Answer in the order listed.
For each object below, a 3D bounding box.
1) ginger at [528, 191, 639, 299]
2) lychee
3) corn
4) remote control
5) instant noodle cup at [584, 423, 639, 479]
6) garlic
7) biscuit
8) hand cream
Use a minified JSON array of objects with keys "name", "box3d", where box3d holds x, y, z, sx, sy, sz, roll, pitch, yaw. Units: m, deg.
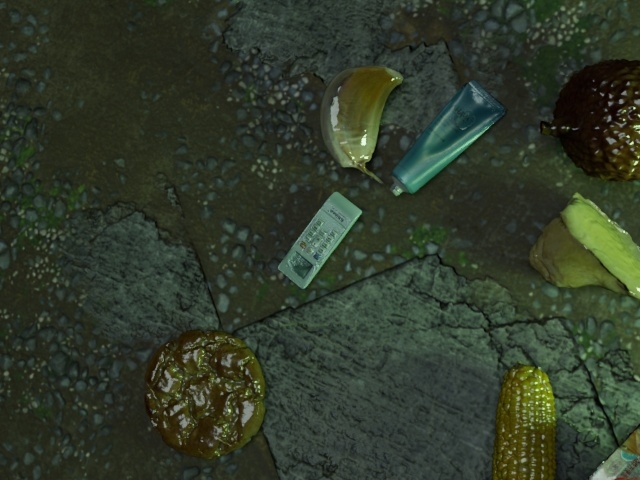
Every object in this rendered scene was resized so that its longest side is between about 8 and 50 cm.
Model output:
[{"name":"ginger","box3d":[0.408,0.041,1.567,0.193,0.115,0.123,45,117,10]},{"name":"lychee","box3d":[0.437,-0.173,1.529,0.238,0.200,0.200,-10,79,-7]},{"name":"corn","box3d":[0.304,0.337,1.549,0.102,0.102,0.313,0,79,16]},{"name":"remote control","box3d":[0.000,0.000,1.717,0.061,0.029,0.162,40,99,19]},{"name":"instant noodle cup","box3d":[0.462,0.396,1.419,0.231,0.243,0.243,43,95,19]},{"name":"garlic","box3d":[0.061,-0.189,1.699,0.128,0.090,0.198,7,81,2]},{"name":"biscuit","box3d":[-0.194,0.253,1.732,0.225,0.042,0.226,-3,81,17]},{"name":"hand cream","box3d":[0.196,-0.156,1.678,0.083,0.048,0.224,44,91,17]}]
